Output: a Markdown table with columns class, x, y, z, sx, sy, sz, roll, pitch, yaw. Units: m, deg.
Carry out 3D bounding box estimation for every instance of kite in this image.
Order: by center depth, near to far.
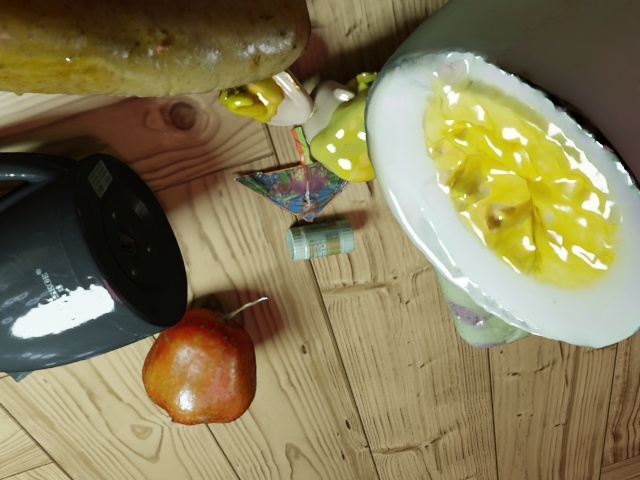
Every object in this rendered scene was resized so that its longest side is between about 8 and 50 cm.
| class | x | y | z | sx | sy | sz | roll | pitch | yaw |
| --- | --- | --- | --- | --- | --- | --- | --- | --- | --- |
| kite | -0.018 | -0.082 | 1.086 | 0.190 | 0.010 | 0.159 | -12 | 137 | -10 |

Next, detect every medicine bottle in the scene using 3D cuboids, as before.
| class | x | y | z | sx | sy | sz | roll | pitch | yaw |
| --- | --- | --- | --- | --- | --- | --- | --- | --- | --- |
| medicine bottle | 0.000 | 0.000 | 1.151 | 0.083 | 0.047 | 0.047 | -9 | 138 | -12 |

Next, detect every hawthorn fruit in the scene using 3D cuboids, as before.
| class | x | y | z | sx | sy | sz | roll | pitch | yaw |
| --- | --- | --- | --- | --- | --- | --- | --- | --- | --- |
| hawthorn fruit | -0.157 | 0.154 | 1.198 | 0.163 | 0.162 | 0.203 | 7 | 110 | -27 |

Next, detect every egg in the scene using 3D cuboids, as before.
| class | x | y | z | sx | sy | sz | roll | pitch | yaw |
| --- | --- | --- | --- | --- | --- | --- | --- | --- | --- |
| egg | 0.272 | -0.123 | 0.851 | 0.340 | 0.354 | 0.354 | -41 | 144 | -23 |

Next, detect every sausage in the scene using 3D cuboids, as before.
| class | x | y | z | sx | sy | sz | roll | pitch | yaw |
| --- | --- | --- | --- | --- | --- | --- | --- | --- | --- |
| sausage | -0.220 | -0.192 | 0.733 | 0.501 | 0.123 | 0.136 | -5 | 114 | -35 |

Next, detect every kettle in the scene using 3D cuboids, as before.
| class | x | y | z | sx | sy | sz | roll | pitch | yaw |
| --- | --- | --- | --- | --- | --- | --- | --- | --- | --- |
| kettle | -0.338 | 0.024 | 0.969 | 0.290 | 0.207 | 0.268 | -22 | 110 | 16 |

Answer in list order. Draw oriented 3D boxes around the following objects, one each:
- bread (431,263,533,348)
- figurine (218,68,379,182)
| class | x | y | z | sx | sy | sz | roll | pitch | yaw |
| --- | --- | --- | --- | --- | --- | --- | --- | --- | --- |
| bread | 0.236 | 0.007 | 1.166 | 0.187 | 0.155 | 0.338 | -20 | 139 | 7 |
| figurine | 0.010 | -0.139 | 0.961 | 0.246 | 0.131 | 0.156 | 14 | 149 | -16 |
